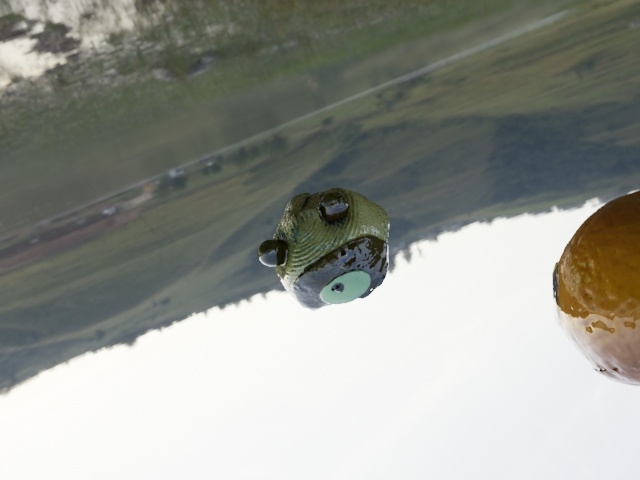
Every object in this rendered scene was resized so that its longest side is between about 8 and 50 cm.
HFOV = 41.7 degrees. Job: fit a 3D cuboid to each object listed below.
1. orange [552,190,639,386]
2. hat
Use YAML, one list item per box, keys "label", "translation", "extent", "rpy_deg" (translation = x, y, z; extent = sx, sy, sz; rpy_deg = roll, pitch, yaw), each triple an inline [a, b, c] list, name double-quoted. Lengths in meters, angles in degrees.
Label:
- label: "orange"
  translation: [0.329, 0.043, 0.787]
  extent: [0.219, 0.193, 0.219]
  rpy_deg: [8, 172, 1]
- label: "hat"
  translation: [0.000, 0.001, 0.543]
  extent: [0.077, 0.059, 0.076]
  rpy_deg: [-20, -131, 40]
